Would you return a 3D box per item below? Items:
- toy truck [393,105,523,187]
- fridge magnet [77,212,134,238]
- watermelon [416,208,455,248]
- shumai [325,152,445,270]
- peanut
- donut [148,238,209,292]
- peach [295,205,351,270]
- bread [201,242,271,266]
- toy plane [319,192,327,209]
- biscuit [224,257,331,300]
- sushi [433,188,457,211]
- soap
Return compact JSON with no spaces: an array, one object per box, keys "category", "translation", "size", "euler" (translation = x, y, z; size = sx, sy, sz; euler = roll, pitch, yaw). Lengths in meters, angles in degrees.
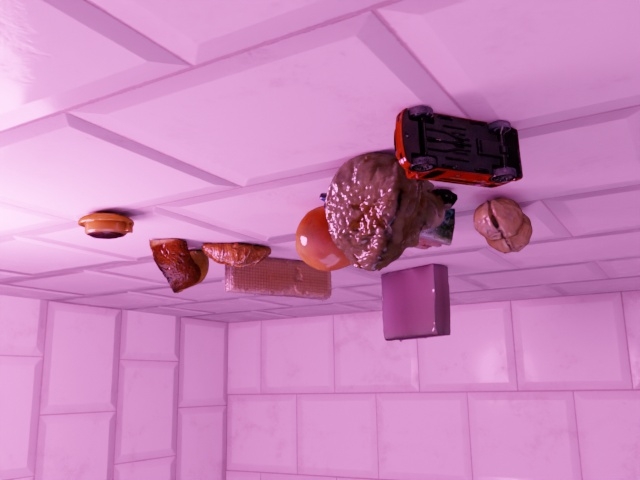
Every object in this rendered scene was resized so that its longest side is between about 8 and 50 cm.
[{"category":"toy truck","translation":[0.234,-0.157,1.141],"size":[0.252,0.108,0.114],"euler":[4,166,-23]},{"category":"fridge magnet","translation":[-0.566,-0.040,1.693],"size":[0.143,0.063,0.143],"euler":[-3,170,-1]},{"category":"watermelon","translation":[0.283,-0.025,1.810],"size":[0.154,0.095,0.241],"euler":[6,170,2]},{"category":"shumai","translation":[0.144,-0.074,1.371],"size":[0.218,0.256,0.189],"euler":[-15,-138,-43]},{"category":"peanut","translation":[0.470,-0.038,1.647],"size":[0.130,0.130,0.290],"euler":[-8,163,28]},{"category":"donut","translation":[-0.445,0.085,2.084],"size":[0.112,0.151,0.295],"euler":[-14,164,11]},{"category":"peach","translation":[0.026,-0.009,1.641],"size":[0.184,0.184,0.184],"euler":[-1,167,0]},{"category":"bread","translation":[-0.270,0.049,2.085],"size":[0.233,0.076,0.105],"euler":[2,169,-21]},{"category":"toy plane","translation":[0.125,-0.091,1.503],"size":[0.246,0.078,0.169],"euler":[-9,166,6]},{"category":"biscuit","translation":[-0.146,0.139,2.338],"size":[0.426,0.144,0.078],"euler":[6,164,-31]},{"category":"sushi","translation":[0.274,-0.092,1.544],"size":[0.084,0.056,0.083],"euler":[3,167,-23]},{"category":"soap","translation":[0.376,0.254,2.564],"size":[0.107,0.286,0.296],"euler":[12,163,-37]}]
